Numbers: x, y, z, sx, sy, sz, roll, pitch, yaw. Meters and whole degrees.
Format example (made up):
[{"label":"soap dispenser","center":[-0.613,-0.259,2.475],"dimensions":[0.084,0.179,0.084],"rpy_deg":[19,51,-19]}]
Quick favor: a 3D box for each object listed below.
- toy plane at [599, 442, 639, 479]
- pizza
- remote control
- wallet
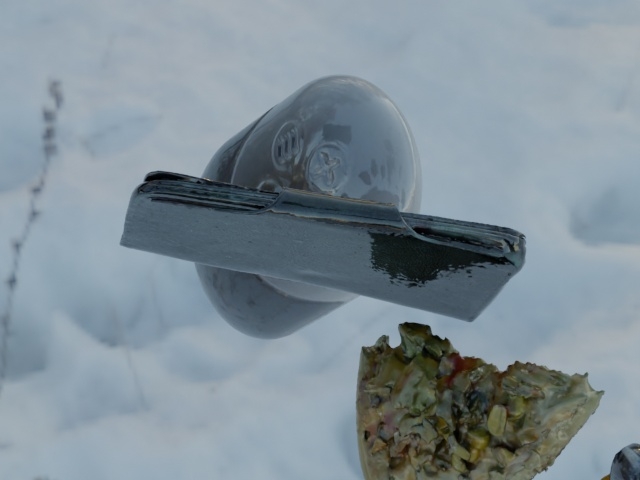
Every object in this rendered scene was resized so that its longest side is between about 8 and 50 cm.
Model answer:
[{"label":"toy plane","center":[0.238,0.207,1.001],"dimensions":[0.316,0.103,0.204],"rpy_deg":[1,54,47]},{"label":"pizza","center":[0.112,0.153,1.499],"dimensions":[0.226,0.147,0.069],"rpy_deg":[15,2,38]},{"label":"remote control","center":[-0.020,-0.031,1.836],"dimensions":[0.103,0.332,0.221],"rpy_deg":[2,66,-40]},{"label":"wallet","center":[0.000,0.000,1.494],"dimensions":[0.318,0.172,0.045],"rpy_deg":[11,71,-7]}]
